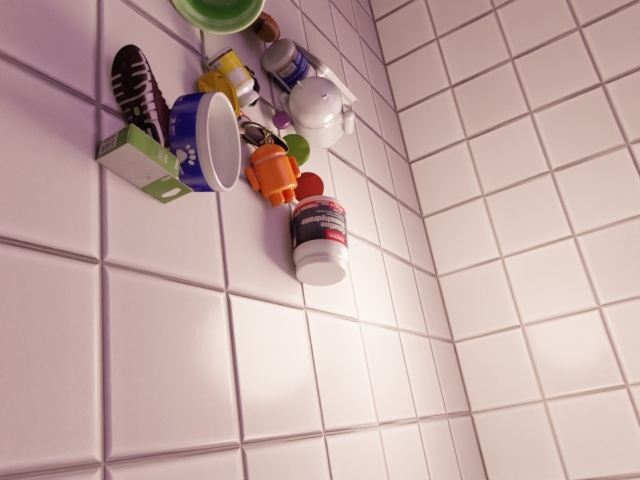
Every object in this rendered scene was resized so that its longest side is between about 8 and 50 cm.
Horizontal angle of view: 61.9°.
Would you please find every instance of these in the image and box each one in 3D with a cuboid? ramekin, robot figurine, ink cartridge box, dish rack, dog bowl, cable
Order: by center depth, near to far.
[{"bbox_3d":[-0.410,-0.176,1.271,0.209,0.109,0.062,39,40,-46],"label":"ink cartridge box"},{"bbox_3d":[-0.304,-0.262,1.434,0.265,0.104,0.265,-2,90,-81],"label":"dog bowl"},{"bbox_3d":[-0.326,-0.835,1.700,0.303,0.303,0.148,43,29,-42],"label":"ramekin"},{"bbox_3d":[-0.155,-0.226,1.773,0.128,0.158,0.219,-17,87,-80],"label":"robot figurine"},{"bbox_3d":[-0.264,-0.546,1.881,0.184,0.047,0.151,9,64,-61],"label":"cable"},{"bbox_3d":[-0.013,-0.483,2.022,0.353,0.299,0.200,73,33,-73],"label":"robot figurine"},{"bbox_3d":[0.008,-0.736,2.405,0.285,0.072,0.333,46,11,35],"label":"dish rack"}]

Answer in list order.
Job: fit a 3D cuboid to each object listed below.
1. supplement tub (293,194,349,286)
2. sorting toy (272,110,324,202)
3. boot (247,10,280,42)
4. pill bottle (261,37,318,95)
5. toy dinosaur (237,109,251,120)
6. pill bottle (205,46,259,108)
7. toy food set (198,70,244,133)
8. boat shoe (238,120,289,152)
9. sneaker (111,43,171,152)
[{"bbox_3d":[0.000,0.000,1.837,0.191,0.191,0.272,39,39,-46],"label":"supplement tub"},{"bbox_3d":[-0.093,-0.303,2.014,0.126,0.127,0.366,113,-44,-85],"label":"sorting toy"},{"bbox_3d":[-0.268,-0.879,2.051,0.283,0.109,0.220,33,24,-16],"label":"boot"},{"bbox_3d":[-0.103,-0.673,2.160,0.264,0.153,0.153,38,40,-48],"label":"pill bottle"},{"bbox_3d":[-0.270,-0.432,1.763,0.082,0.090,0.047,141,-53,-71],"label":"toy dinosaur"},{"bbox_3d":[-0.284,-0.530,1.750,0.184,0.103,0.103,54,30,-17],"label":"pill bottle"},{"bbox_3d":[-0.324,-0.418,1.667,0.128,0.071,0.218,0,68,-37],"label":"toy food set"},{"bbox_3d":[-0.192,-0.350,1.829,0.227,0.068,0.081,17,88,-58],"label":"boat shoe"},{"bbox_3d":[-0.435,-0.351,1.380,0.162,0.106,0.281,-18,97,-71],"label":"sneaker"}]
